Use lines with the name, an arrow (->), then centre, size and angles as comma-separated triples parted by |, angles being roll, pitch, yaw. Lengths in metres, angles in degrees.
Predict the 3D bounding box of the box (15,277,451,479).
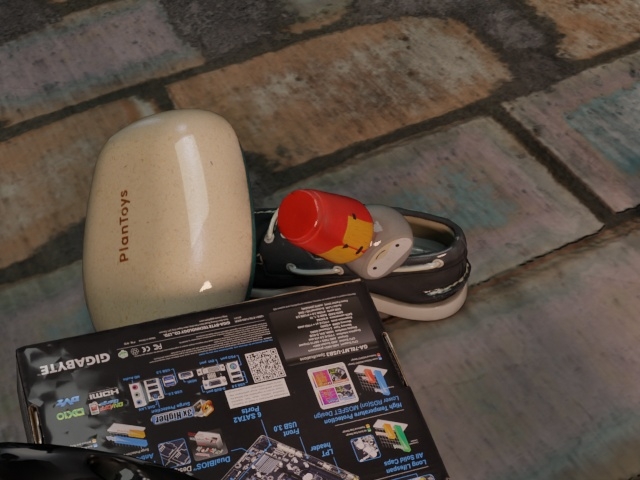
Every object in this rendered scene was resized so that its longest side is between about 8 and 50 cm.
box -> -0.053, 0.187, 0.744 | 0.295, 0.073, 0.293 | -10, 58, -21

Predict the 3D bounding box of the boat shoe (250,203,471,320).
boat shoe -> 0.000, 0.000, 0.998 | 0.302, 0.091, 0.114 | 5, 46, 11

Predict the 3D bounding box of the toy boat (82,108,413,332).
toy boat -> -0.079, 0.006, 0.913 | 0.318, 0.148, 0.267 | -5, 77, 35

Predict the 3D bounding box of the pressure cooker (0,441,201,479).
pressure cooker -> -0.157, 0.282, 0.398 | 0.375, 0.370, 0.420 | 42, 73, -4
